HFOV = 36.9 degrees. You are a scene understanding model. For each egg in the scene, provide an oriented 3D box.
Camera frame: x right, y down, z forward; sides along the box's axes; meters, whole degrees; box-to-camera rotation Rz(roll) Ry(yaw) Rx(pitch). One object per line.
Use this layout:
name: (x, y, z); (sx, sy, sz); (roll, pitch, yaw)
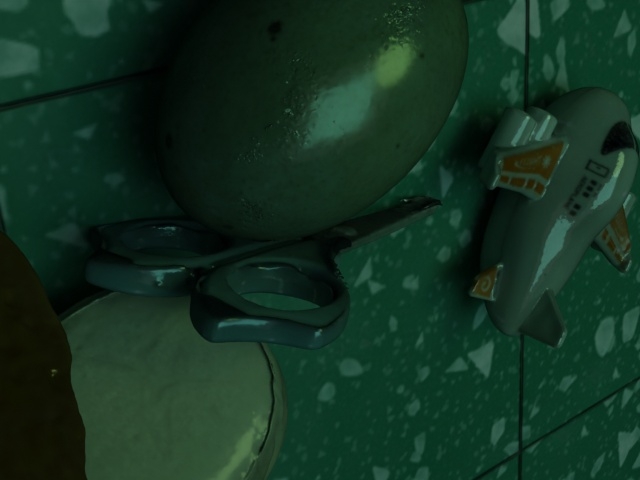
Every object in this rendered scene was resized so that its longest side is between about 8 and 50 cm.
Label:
egg: (-0.005, -0.101, 0.627); (0.236, 0.169, 0.169); (-43, 129, -12)

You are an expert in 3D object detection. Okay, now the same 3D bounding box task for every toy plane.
toy plane: (0.220, -0.025, 0.880); (0.245, 0.117, 0.244); (-14, 114, -34)

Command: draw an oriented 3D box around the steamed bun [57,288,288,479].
steamed bun: (-0.130, 0.138, 0.626); (0.228, 0.177, 0.130); (-49, 174, -31)

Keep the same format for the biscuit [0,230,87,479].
biscuit: (-0.251, 0.046, 0.391); (0.057, 0.351, 0.312); (-46, 167, 34)

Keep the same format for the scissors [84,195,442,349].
scissors: (0.000, -0.001, 0.705); (0.360, 0.191, 0.029); (-21, 125, -52)
